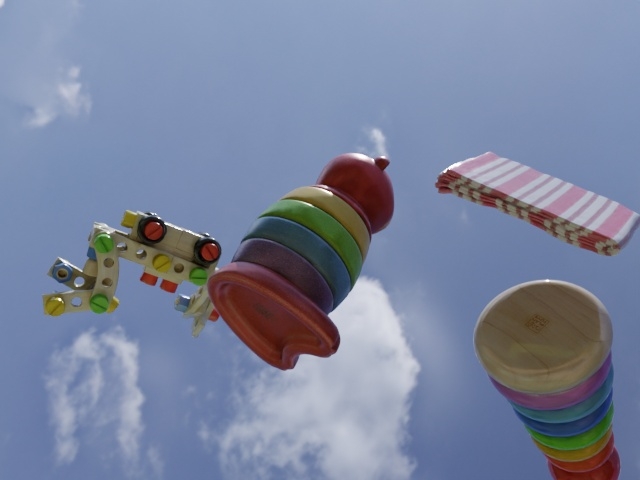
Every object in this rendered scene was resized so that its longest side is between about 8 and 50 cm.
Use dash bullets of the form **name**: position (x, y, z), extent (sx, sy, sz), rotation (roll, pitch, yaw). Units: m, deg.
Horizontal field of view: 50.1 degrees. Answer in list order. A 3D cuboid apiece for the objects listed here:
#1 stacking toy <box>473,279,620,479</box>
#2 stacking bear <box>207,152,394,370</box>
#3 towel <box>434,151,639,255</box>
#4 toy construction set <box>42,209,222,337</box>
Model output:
- **stacking toy**: position (0.287, 0.199, 0.811), extent (0.141, 0.141, 0.330), rotation (-1, -43, 30)
- **stacking bear**: position (0.000, 0.000, 0.895), extent (0.164, 0.289, 0.175), rotation (43, -33, -9)
- **towel**: position (0.236, -0.042, 0.733), extent (0.197, 0.144, 0.029), rotation (28, -62, 25)
- **toy construction set**: position (-0.291, 0.067, 1.188), extent (0.151, 0.328, 0.215), rotation (25, -88, 52)
